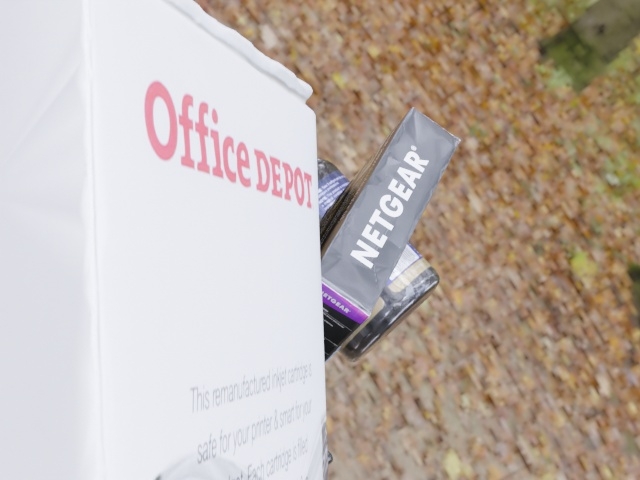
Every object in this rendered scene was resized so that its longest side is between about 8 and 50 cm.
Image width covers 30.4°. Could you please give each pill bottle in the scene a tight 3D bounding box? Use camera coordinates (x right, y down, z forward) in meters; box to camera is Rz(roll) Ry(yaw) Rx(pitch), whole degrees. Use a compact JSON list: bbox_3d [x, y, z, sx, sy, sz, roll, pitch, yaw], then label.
[{"bbox_3d":[0.000,0.000,1.136,0.219,0.123,0.123,47,24,8],"label":"pill bottle"}]

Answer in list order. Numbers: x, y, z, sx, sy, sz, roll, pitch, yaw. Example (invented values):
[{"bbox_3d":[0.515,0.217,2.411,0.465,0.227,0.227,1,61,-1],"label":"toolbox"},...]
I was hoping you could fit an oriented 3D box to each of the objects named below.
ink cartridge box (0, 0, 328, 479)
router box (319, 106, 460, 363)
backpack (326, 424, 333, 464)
[{"bbox_3d":[-0.097,0.123,0.446,0.285,0.166,0.395,15,73,-78],"label":"ink cartridge box"},{"bbox_3d":[0.017,0.011,0.780,0.046,0.133,0.179,34,48,-4],"label":"router box"},{"bbox_3d":[-0.079,0.096,0.864,0.182,0.115,0.152,68,-19,-4],"label":"backpack"}]
